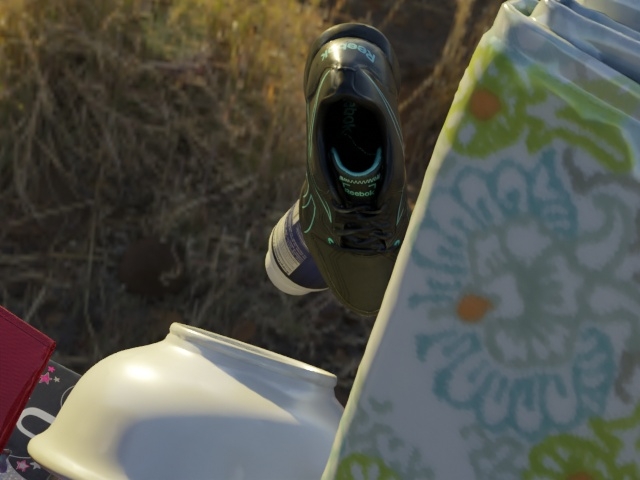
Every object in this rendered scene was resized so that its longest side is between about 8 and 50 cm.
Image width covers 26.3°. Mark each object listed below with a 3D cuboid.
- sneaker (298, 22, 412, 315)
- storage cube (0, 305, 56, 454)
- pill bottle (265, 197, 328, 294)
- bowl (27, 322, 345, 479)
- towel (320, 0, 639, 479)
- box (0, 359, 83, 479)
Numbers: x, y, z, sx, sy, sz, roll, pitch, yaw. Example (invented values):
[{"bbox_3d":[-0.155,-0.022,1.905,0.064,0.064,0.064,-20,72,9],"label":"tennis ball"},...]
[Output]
[{"bbox_3d":[0.024,-0.041,1.135,0.101,0.267,0.106,-5,30,5],"label":"sneaker"},{"bbox_3d":[-0.343,0.112,0.967,0.215,0.184,0.193,38,61,-30],"label":"storage cube"},{"bbox_3d":[0.000,0.000,1.473,0.094,0.169,0.094,8,67,-19],"label":"pill bottle"},{"bbox_3d":[-0.072,0.151,1.103,0.298,0.298,0.134,18,86,4],"label":"bowl"},{"bbox_3d":[0.143,0.124,0.497,0.090,0.374,0.320,-7,34,-45],"label":"towel"},{"bbox_3d":[-0.329,0.242,1.325,0.142,0.163,0.247,26,45,5],"label":"box"}]
